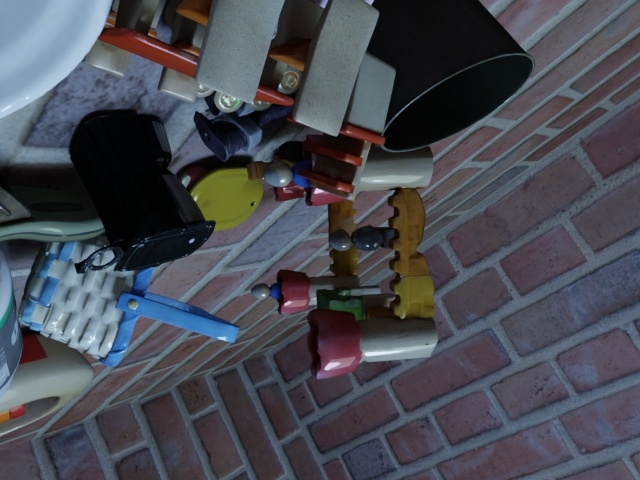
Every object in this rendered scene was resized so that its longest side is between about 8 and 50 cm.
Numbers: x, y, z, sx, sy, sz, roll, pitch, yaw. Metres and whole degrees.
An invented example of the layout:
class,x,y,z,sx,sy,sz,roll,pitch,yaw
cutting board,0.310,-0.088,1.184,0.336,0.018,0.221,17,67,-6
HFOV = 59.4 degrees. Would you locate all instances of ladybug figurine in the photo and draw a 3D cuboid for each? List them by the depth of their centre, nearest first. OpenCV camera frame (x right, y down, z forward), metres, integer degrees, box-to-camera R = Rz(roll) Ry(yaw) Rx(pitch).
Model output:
class,x,y,z,sx,sy,sz,roll,pitch,yaw
ladybug figurine,-0.699,0.310,1.131,0.449,0.162,0.305,-15,159,-42

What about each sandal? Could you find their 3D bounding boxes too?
class,x,y,z,sx,sy,sz,roll,pitch,yaw
sandal,-0.383,-0.052,0.650,0.302,0.120,0.086,-10,134,-55

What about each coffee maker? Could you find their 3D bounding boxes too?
class,x,y,z,sx,sy,sz,roll,pitch,yaw
coffee maker,-0.239,-0.063,0.700,0.120,0.178,0.171,-35,166,20

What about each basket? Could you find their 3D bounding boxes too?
class,x,y,z,sx,sy,sz,roll,pitch,yaw
basket,0.097,-0.240,0.634,0.204,0.227,0.154,-22,163,-27
basket,-0.286,0.088,0.851,0.288,0.201,0.254,26,167,-27

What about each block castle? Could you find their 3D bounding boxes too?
class,x,y,z,sx,sy,sz,roll,pitch,yaw
block castle,0.000,0.000,0.858,0.212,0.303,0.453,-2,-175,-10

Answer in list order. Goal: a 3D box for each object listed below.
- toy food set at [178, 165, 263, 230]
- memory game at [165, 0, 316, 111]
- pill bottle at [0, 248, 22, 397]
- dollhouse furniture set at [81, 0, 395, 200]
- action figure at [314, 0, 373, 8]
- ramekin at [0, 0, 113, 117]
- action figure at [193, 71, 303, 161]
class,x,y,z,sx,sy,sz,roll,pitch,yaw
toy food set,-0.194,-0.083,0.958,0.217,0.071,0.128,-12,134,-53
memory game,-0.078,-0.226,0.618,0.186,0.012,0.186,-17,134,-19
pill bottle,-0.526,0.129,0.768,0.204,0.204,0.361,-19,163,-32
dollhouse furniture set,-0.060,-0.131,0.488,0.259,0.262,0.135,12,99,-40
action figure,0.167,-0.309,0.403,0.369,0.276,0.248,0,-170,1
ramekin,-0.274,-0.188,0.314,0.277,0.135,0.277,-27,166,-7
action figure,-0.031,-0.211,0.769,0.285,0.099,0.185,-24,158,-31
